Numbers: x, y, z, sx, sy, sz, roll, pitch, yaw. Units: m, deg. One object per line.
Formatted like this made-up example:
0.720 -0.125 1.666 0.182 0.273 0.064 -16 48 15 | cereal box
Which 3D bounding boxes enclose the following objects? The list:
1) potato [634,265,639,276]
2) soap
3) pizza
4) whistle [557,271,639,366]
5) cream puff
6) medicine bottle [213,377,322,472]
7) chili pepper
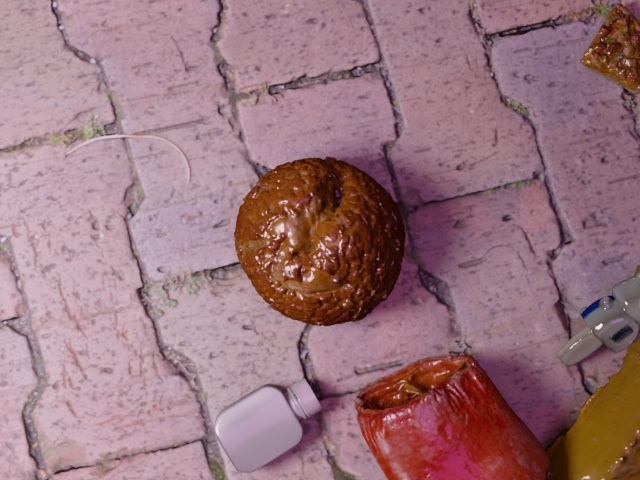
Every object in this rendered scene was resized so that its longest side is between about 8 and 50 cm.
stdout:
0.698 0.062 1.459 0.225 0.090 0.118 -5 94 1 | potato
0.470 0.357 1.356 0.304 0.169 0.339 -4 101 -12 | soap
0.567 -0.355 1.488 0.134 0.046 0.175 -25 90 -7 | pizza
0.533 0.142 1.422 0.110 0.092 0.244 36 112 -26 | whistle
0.000 0.000 1.333 0.302 0.212 0.303 0 87 -1 | cream puff
-0.089 0.317 1.378 0.183 0.069 0.119 -31 89 -5 | medicine bottle
0.227 0.348 1.333 0.251 0.229 0.305 -33 92 4 | chili pepper
